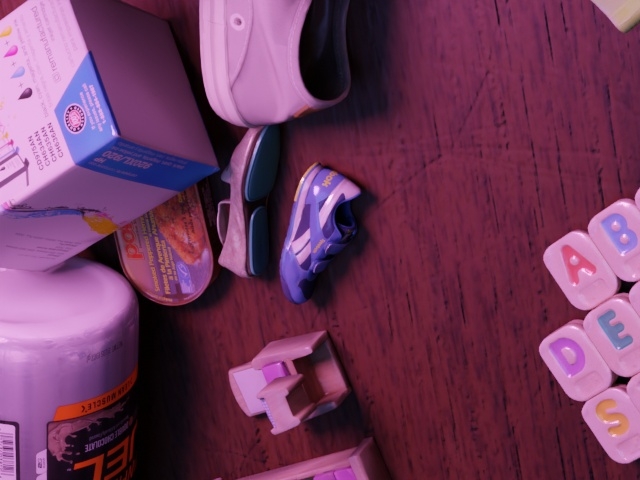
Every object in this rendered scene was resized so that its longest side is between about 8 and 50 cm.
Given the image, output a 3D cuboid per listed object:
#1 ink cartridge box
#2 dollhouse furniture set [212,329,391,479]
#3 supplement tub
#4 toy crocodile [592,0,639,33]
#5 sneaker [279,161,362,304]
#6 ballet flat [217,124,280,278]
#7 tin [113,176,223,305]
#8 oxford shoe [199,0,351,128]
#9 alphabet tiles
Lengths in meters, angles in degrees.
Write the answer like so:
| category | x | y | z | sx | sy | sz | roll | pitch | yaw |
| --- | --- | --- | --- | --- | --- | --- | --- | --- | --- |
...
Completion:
| category | x | y | z | sx | sy | sz | roll | pitch | yaw |
| --- | --- | --- | --- | --- | --- | --- | --- | --- | --- |
| ink cartridge box | -0.252 | -0.098 | 1.523 | 0.232 | 0.168 | 0.171 | -30 | 70 | 23 |
| dollhouse furniture set | -0.076 | 0.286 | 1.544 | 0.198 | 0.303 | 0.286 | -19 | 100 | 26 |
| supplement tub | -0.288 | 0.199 | 1.653 | 0.207 | 0.207 | 0.338 | 13 | 116 | 19 |
| toy crocodile | 0.167 | -0.318 | 1.344 | 0.115 | 0.105 | 0.340 | -35 | 93 | 29 |
| sneaker | 0.000 | 0.000 | 1.555 | 0.059 | 0.053 | 0.144 | 19 | 115 | 14 |
| ballet flat | -0.076 | -0.043 | 1.572 | 0.052 | 0.057 | 0.168 | 18 | 114 | 27 |
| tin | -0.157 | -0.030 | 1.621 | 0.106 | 0.040 | 0.190 | -6 | 105 | 20 |
| oxford shoe | -0.033 | -0.306 | 1.402 | 0.130 | 0.169 | 0.449 | 9 | 118 | 23 |
| alphabet tiles | 0.327 | 0.088 | 1.429 | 0.284 | 0.021 | 0.278 | -37 | 84 | 40 |
